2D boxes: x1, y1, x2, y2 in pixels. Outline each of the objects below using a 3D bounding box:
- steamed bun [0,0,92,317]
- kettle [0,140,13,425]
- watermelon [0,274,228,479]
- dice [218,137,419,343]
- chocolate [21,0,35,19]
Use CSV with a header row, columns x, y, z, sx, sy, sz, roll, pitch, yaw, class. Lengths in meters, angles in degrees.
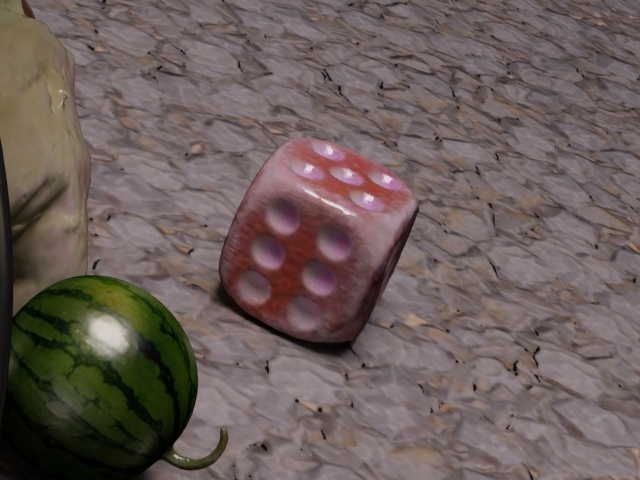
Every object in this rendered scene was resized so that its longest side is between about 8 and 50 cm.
x,y,z,sx,sy,sz,roll,pitch,yaw,class
-0.241,-0.078,0.866,0.268,0.207,0.280,10,27,-24,steamed bun
-0.213,0.025,0.611,0.207,0.271,0.251,34,27,23,kettle
-0.104,0.070,0.819,0.109,0.109,0.109,18,26,-9,watermelon
0.000,0.000,1.034,0.094,0.093,0.091,26,26,9,dice
-0.293,-0.161,1.126,0.157,0.080,0.254,35,28,25,chocolate
